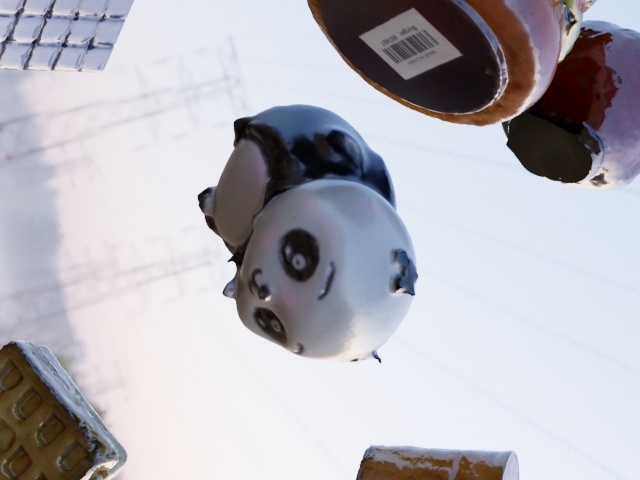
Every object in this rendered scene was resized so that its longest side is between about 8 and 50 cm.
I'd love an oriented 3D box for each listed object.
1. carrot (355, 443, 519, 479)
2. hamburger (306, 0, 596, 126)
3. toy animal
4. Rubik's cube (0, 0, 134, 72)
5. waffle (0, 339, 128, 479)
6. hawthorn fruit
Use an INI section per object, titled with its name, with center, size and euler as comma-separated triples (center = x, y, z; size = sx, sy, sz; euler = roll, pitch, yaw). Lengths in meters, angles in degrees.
[carrot]
center = 0.195, 0.432, 2.617
size = 0.196, 0.254, 0.196
euler = 5, 90, -75
[hamburger]
center = 0.159, -0.310, 1.759
size = 0.330, 0.250, 0.330
euler = 26, -26, 14
[toy animal]
center = 0.000, 0.000, 1.900
size = 0.251, 0.251, 0.310
euler = 88, -19, -51
[Rubik's cube]
center = -0.395, -0.382, 2.110
size = 0.237, 0.237, 0.238
euler = 48, -57, 33
[waffle]
center = -0.423, 0.304, 1.981
size = 0.224, 0.328, 0.098
euler = 48, 6, 22
[hawthorn fruit]
center = 0.347, -0.183, 1.991
size = 0.215, 0.249, 0.215
euler = 34, -2, 2
